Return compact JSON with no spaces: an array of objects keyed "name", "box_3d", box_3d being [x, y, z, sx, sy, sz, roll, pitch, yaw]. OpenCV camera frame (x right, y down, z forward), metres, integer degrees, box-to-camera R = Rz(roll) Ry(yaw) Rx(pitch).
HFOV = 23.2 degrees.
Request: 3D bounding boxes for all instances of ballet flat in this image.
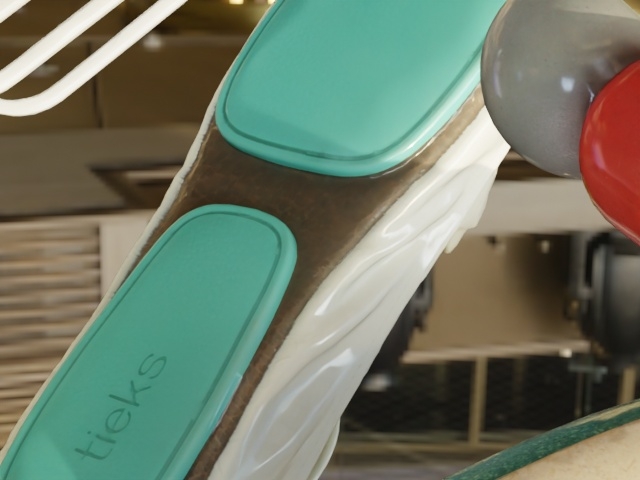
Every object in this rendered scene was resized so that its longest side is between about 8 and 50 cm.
[{"name":"ballet flat","box_3d":[0.000,0.000,0.692,0.139,0.139,0.400,14,-116,41]}]

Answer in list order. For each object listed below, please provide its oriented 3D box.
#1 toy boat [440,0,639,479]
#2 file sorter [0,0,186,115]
[{"name":"toy boat","box_3d":[0.103,0.074,0.517,0.267,0.318,0.148,-13,-146,-16]},{"name":"file sorter","box_3d":[-0.122,-0.164,0.517,0.193,0.173,0.277,-38,175,2]}]
